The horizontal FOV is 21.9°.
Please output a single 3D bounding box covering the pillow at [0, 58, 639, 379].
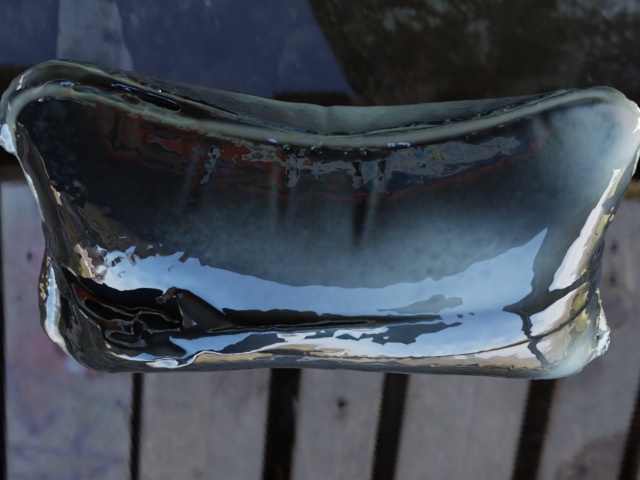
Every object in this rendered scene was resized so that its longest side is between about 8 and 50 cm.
[{"bbox_3d":[0.000,-0.002,0.364,0.136,0.055,0.091,-1,113,0],"label":"pillow"}]
